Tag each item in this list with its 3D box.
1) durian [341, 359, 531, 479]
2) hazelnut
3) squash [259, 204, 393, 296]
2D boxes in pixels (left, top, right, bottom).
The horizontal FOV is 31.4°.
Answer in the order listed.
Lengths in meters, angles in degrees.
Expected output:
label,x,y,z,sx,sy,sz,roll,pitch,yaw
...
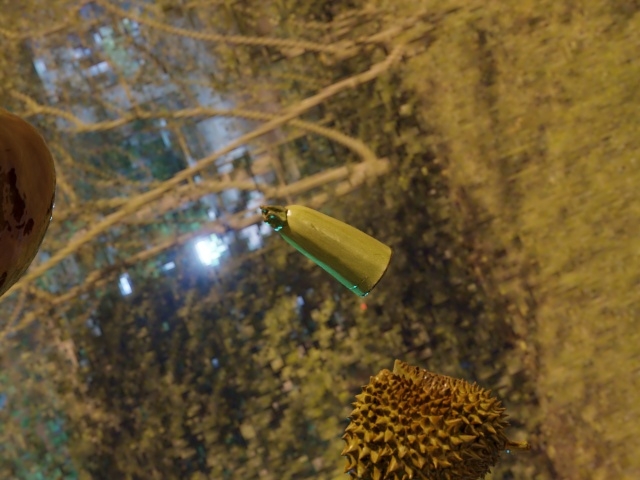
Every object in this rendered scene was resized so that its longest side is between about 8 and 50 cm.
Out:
label,x,y,z,sx,sy,sz,roll,pitch,yaw
durian,0.114,0.195,1.027,0.102,0.208,0.146,43,117,51
hazelnut,-0.346,-0.041,0.974,0.234,0.218,0.218,-16,-98,-64
squash,0.000,0.000,1.754,0.224,0.094,0.094,30,-176,-18
